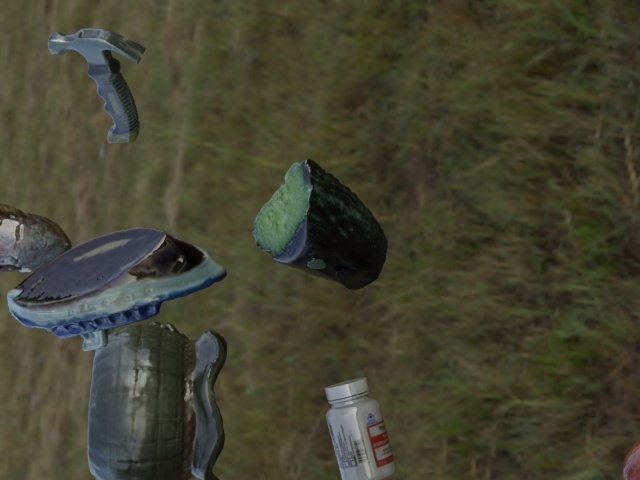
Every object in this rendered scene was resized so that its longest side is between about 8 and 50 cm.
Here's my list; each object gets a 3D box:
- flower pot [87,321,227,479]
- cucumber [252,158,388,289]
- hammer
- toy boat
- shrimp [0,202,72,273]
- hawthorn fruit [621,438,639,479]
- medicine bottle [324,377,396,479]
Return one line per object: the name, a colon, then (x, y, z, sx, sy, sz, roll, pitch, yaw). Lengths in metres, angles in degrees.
flower pot: (-0.262, 0.276, 1.925, 0.302, 0.213, 0.302, -178, 90, -86)
cucumber: (0.000, 0.000, 1.257, 0.115, 0.193, 0.086, -31, 59, 19)
hammer: (-0.355, -0.260, 1.995, 0.226, 0.158, 0.041, 77, -156, -44)
toy boat: (-0.235, 0.063, 1.366, 0.115, 0.262, 0.114, 56, -157, -38)
shrimp: (-0.475, -0.016, 1.426, 0.145, 0.343, 0.117, -124, 45, -74)
hawthorn fruit: (0.471, 0.278, 1.414, 0.200, 0.179, 0.179, -53, 18, 4)
medicine bottle: (0.053, 0.268, 1.657, 0.079, 0.079, 0.140, 156, 100, -74)
